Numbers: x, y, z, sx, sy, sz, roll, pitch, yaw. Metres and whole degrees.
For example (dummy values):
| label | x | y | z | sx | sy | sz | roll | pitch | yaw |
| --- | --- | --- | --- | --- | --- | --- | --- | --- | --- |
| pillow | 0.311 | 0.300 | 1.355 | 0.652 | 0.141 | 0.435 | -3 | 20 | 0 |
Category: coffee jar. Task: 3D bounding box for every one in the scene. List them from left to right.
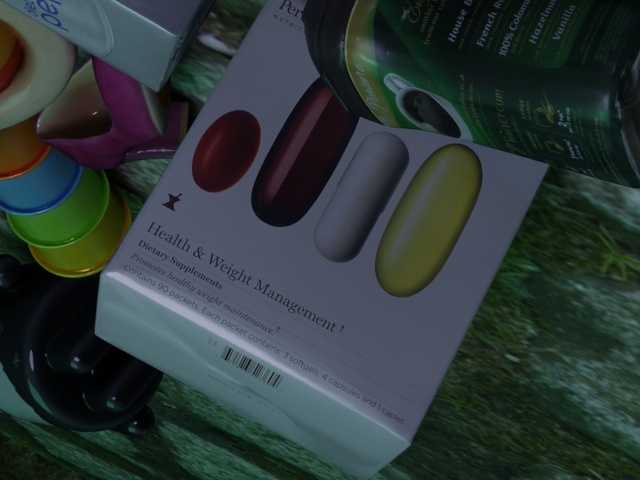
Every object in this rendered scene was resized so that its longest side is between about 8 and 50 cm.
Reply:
| label | x | y | z | sx | sy | sz | roll | pitch | yaw |
| --- | --- | --- | --- | --- | --- | --- | --- | --- | --- |
| coffee jar | 0.084 | -0.089 | 0.790 | 0.184 | 0.079 | 0.096 | 17 | 161 | 30 |

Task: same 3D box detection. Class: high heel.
| label | x | y | z | sx | sy | sz | roll | pitch | yaw |
| --- | --- | --- | --- | --- | --- | --- | --- | --- | --- |
| high heel | -0.154 | -0.104 | 1.063 | 0.117 | 0.082 | 0.244 | 3 | 171 | 3 |

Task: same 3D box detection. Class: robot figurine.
| label | x | y | z | sx | sy | sz | roll | pitch | yaw |
| --- | --- | --- | --- | --- | --- | --- | --- | --- | --- |
| robot figurine | -0.270 | 0.110 | 1.662 | 0.173 | 0.209 | 0.278 | -7 | -175 | -36 |

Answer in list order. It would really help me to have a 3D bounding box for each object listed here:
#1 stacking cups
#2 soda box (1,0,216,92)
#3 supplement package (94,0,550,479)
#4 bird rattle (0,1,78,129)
| label | x | y | z | sx | sy | sz | roll | pitch | yaw |
| --- | --- | --- | --- | --- | --- | --- | --- | --- | --- |
| stacking cups | -0.226 | -0.072 | 1.247 | 0.096 | 0.096 | 0.316 | 23 | 162 | 16 |
| soda box | -0.181 | -0.200 | 0.857 | 0.286 | 0.098 | 0.091 | 30 | 162 | -5 |
| supplement package | 0.000 | 0.000 | 0.951 | 0.194 | 0.203 | 0.149 | 28 | 161 | -1 |
| bird rattle | -0.251 | -0.105 | 0.990 | 0.207 | 0.143 | 0.253 | -12 | 140 | 9 |
